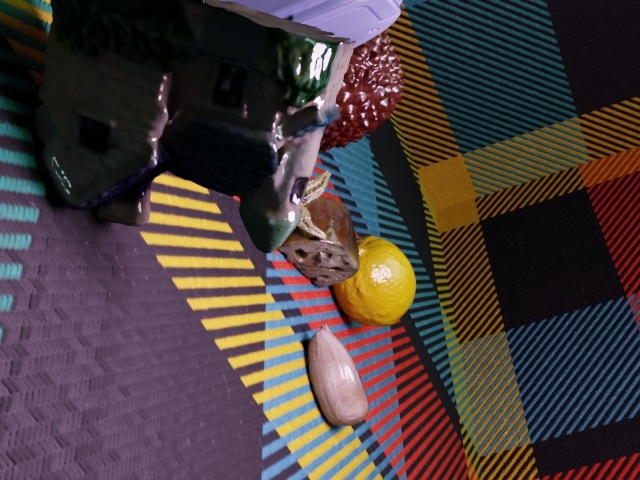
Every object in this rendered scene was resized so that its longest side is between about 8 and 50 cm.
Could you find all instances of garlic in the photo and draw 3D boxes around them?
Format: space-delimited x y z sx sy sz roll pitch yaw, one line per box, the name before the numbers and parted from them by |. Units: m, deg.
garlic | 0.028 0.248 1.728 0.101 0.087 0.195 -112 179 -82

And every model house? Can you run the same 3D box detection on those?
model house | -0.143 -0.132 1.071 0.243 0.298 0.284 -55 163 -71

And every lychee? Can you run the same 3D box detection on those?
lychee | 0.017 -0.332 2.001 0.306 0.330 0.306 -7 98 -53

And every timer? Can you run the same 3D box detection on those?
timer | -0.058 -0.380 1.573 0.395 0.395 0.173 -14 84 -77

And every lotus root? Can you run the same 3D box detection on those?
lotus root | 0.000 0.000 1.860 0.235 0.138 0.119 57 29 -65

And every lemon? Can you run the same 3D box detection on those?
lemon | 0.109 0.087 2.071 0.193 0.180 0.180 32 37 -35

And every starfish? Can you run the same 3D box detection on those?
starfish | -0.060 -0.087 1.748 0.217 0.050 0.223 51 43 -6
